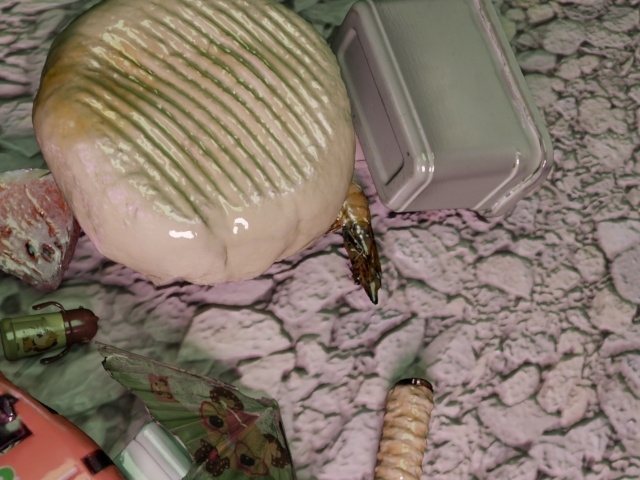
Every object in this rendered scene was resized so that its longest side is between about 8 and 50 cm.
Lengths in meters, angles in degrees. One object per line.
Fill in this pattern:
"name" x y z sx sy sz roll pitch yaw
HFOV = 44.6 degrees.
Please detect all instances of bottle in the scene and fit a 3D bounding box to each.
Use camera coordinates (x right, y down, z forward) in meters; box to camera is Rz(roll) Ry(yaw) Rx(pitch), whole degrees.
"bottle" -0.292 0.097 0.845 0.101 0.063 0.047 -10 42 -23

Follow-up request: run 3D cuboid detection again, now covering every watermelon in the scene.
"watermelon" -0.337 -0.002 0.870 0.187 0.071 0.139 -20 80 -32

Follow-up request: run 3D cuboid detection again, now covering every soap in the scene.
"soap" -0.101 0.257 0.790 0.198 0.066 0.119 46 19 6

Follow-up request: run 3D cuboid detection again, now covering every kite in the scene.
"kite" -0.099 0.208 0.779 0.323 0.013 0.268 44 20 7

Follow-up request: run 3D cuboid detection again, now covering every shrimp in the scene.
"shrimp" 0.001 -0.002 0.983 0.148 0.035 0.195 -3 63 -20

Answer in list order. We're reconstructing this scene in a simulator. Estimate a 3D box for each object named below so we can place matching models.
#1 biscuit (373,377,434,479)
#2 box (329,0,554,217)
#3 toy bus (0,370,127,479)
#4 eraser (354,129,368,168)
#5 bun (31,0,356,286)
"biscuit" 0.086 0.260 0.880 0.061 0.055 0.219 25 60 -23
"box" 0.141 -0.183 1.022 0.183 0.175 0.311 -8 69 -25
"toy bus" -0.375 0.296 0.647 0.427 0.203 0.233 -37 76 -25
"eraser" 0.013 -0.141 1.058 0.151 0.023 0.103 -9 69 -20
"bun" -0.136 -0.113 0.889 0.365 0.219 0.365 9 62 -17
